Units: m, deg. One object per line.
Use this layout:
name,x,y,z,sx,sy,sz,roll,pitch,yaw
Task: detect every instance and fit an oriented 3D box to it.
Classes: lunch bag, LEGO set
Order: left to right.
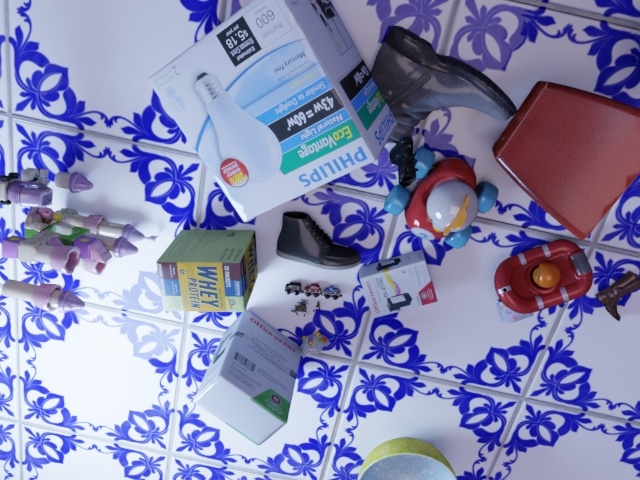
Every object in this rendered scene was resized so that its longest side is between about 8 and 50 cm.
LEGO set,-0.041,0.183,1.476,0.083,0.023,0.054,5,116,-12
lunch bag,0.507,0.172,1.408,0.083,0.053,0.071,-21,112,2

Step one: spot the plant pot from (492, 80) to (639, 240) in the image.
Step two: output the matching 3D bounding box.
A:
plant pot,0.520,-0.202,1.146,0.235,0.267,0.267,31,112,3

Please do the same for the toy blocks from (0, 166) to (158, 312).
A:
toy blocks,-0.568,-0.009,1.293,0.259,0.289,0.309,12,111,3

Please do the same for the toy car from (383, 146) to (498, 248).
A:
toy car,0.283,-0.069,1.221,0.219,0.238,0.210,28,113,-7

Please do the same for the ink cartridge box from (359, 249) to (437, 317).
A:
ink cartridge box,0.201,0.115,1.396,0.174,0.072,0.128,-17,111,11

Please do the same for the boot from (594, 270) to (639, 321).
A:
boot,0.787,0.144,1.385,0.114,0.037,0.106,-40,107,14

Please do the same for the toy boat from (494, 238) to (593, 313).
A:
toy boat,0.539,0.087,1.296,0.230,0.151,0.151,-22,77,12

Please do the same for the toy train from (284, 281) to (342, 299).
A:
toy train,-0.018,0.134,1.448,0.158,0.027,0.036,6,103,2

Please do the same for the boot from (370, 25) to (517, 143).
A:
boot,0.245,-0.305,1.208,0.338,0.118,0.223,30,119,-1

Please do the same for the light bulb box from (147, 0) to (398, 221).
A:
light bulb box,-0.088,-0.287,1.123,0.357,0.225,0.361,-23,110,31

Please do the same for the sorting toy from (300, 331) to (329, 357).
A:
sorting toy,-0.023,0.297,1.490,0.083,0.075,0.045,-20,110,12

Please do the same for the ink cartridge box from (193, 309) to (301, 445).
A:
ink cartridge box,-0.178,0.350,1.412,0.211,0.289,0.121,39,114,-12

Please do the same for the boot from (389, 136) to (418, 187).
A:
boot,0.189,-0.170,1.224,0.045,0.121,0.099,0,74,-8

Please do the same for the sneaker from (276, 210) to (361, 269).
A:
sneaker,0.000,0.000,1.357,0.221,0.083,0.118,9,113,2

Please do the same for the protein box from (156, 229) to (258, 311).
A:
protein box,-0.274,0.072,1.346,0.200,0.200,0.136,0,114,4

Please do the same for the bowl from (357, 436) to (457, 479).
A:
bowl,0.253,0.683,1.590,0.289,0.156,0.290,2,113,4
